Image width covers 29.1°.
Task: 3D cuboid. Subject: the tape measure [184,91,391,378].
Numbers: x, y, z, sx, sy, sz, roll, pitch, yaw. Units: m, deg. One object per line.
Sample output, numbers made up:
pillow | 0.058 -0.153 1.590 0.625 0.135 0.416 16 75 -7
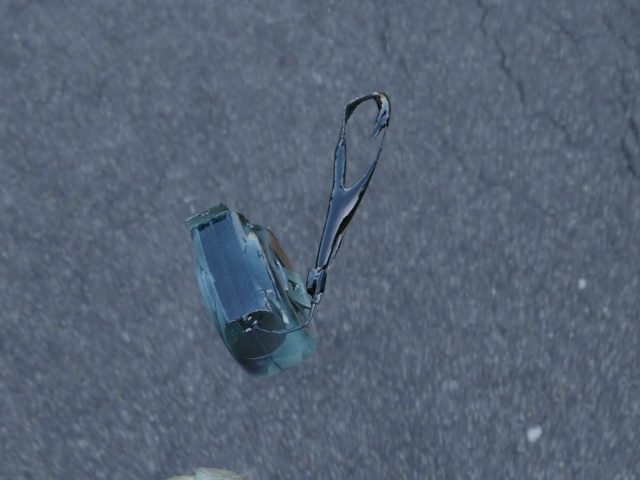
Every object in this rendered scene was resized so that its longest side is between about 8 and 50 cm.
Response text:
tape measure | 0.003 0.003 0.783 0.180 0.107 0.104 -40 63 0

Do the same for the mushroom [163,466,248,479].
mushroom | -0.130 0.325 1.435 0.166 0.166 0.127 15 85 15
